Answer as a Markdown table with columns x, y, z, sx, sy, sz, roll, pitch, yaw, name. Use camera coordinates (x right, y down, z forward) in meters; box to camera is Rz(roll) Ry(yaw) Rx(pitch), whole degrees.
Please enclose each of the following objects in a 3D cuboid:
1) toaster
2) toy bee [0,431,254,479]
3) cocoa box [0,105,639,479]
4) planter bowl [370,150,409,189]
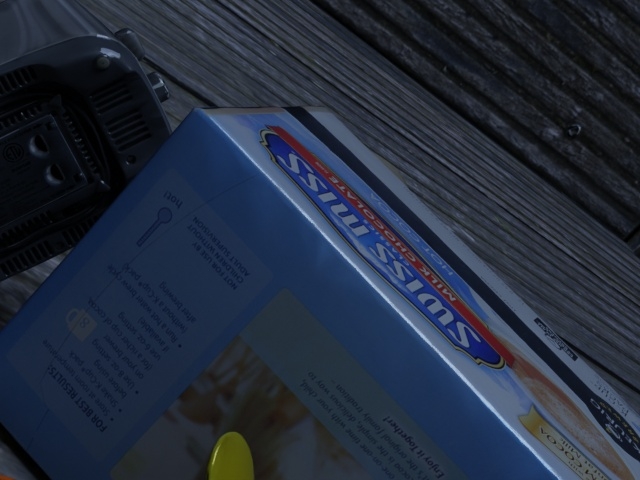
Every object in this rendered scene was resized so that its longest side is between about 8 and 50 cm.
| x | y | z | sx | sy | sz | roll | pitch | yaw | name |
| --- | --- | --- | --- | --- | --- | --- | --- | --- | --- |
| -0.207 | -0.062 | 0.901 | 0.129 | 0.227 | 0.146 | 65 | -5 | -33 | toaster |
| -0.036 | 0.206 | 0.685 | 0.298 | 0.195 | 0.162 | 31 | -32 | 15 | toy bee |
| 0.011 | 0.113 | 0.872 | 0.347 | 0.231 | 0.228 | 46 | 17 | 10 | cocoa box |
| 0.000 | 0.000 | 1.342 | 0.162 | 0.162 | 0.109 | 34 | 45 | -30 | planter bowl |
